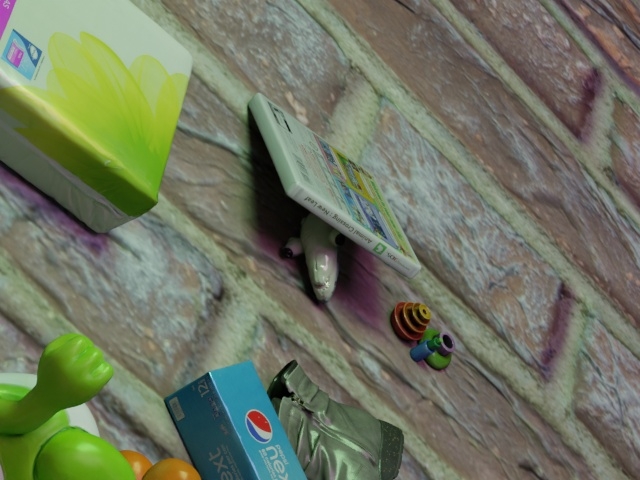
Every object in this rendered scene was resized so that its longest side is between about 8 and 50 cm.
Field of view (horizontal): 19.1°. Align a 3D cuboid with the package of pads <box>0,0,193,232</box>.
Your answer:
[{"bbox_3d":[-0.270,-0.178,1.872,0.296,0.101,0.229,39,39,-26],"label":"package of pads"}]

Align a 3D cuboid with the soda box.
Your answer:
[{"bbox_3d":[-0.065,0.227,1.835,0.071,0.067,0.210,-11,73,-55],"label":"soda box"}]

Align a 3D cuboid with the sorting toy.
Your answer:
[{"bbox_3d":[0.126,0.108,2.192,0.102,0.042,0.061,39,38,-26],"label":"sorting toy"}]

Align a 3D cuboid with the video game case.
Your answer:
[{"bbox_3d":[0.014,-0.062,2.135,0.193,0.023,0.212,34,17,-30],"label":"video game case"}]

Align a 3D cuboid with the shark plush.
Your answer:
[{"bbox_3d":[0.000,0.000,2.137,0.161,0.073,0.067,-96,164,-59],"label":"shark plush"}]

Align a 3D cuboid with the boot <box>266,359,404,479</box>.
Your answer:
[{"bbox_3d":[-0.002,0.244,1.908,0.161,0.083,0.246,32,36,-23],"label":"boot"}]

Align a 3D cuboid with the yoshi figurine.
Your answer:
[{"bbox_3d":[-0.262,0.111,1.592,0.362,0.203,0.203,39,22,-21],"label":"yoshi figurine"}]
